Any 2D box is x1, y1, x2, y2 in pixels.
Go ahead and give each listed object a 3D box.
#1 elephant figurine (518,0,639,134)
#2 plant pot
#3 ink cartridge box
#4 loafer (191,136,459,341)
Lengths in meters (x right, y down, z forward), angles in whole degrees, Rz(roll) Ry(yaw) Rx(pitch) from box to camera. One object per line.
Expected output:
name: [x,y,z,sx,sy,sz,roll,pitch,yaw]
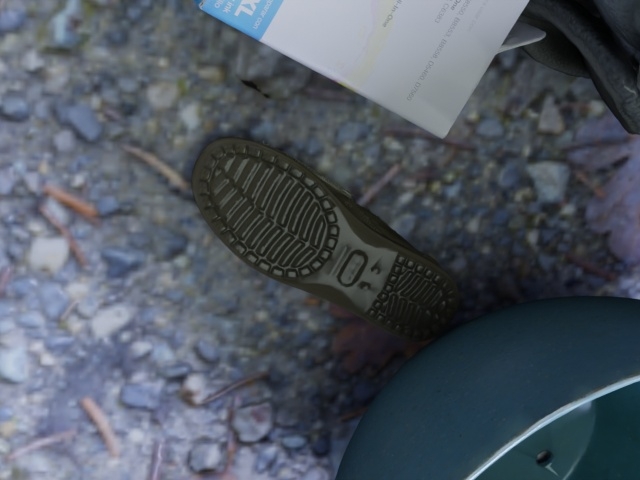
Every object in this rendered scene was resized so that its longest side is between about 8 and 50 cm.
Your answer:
elephant figurine: [0.172,-0.103,0.563,0.169,0.239,0.186,-1,87,-1]
plant pot: [0.120,0.144,0.612,0.290,0.195,0.290,-7,114,-15]
ink cartridge box: [0.021,-0.115,0.528,0.143,0.092,0.090,26,103,-25]
loafer: [0.000,0.000,0.597,0.148,0.050,0.056,36,95,-11]
